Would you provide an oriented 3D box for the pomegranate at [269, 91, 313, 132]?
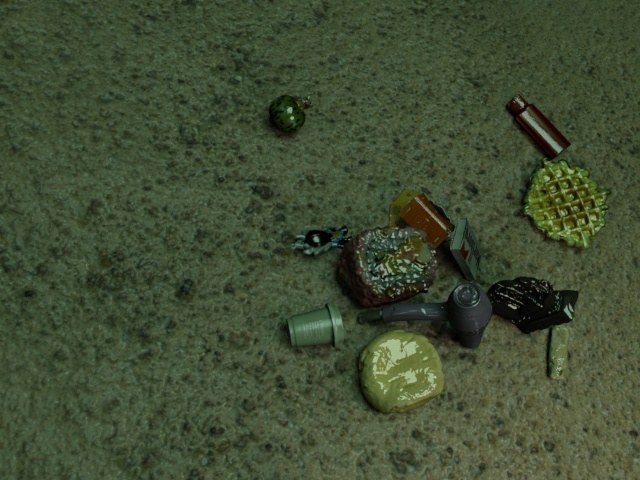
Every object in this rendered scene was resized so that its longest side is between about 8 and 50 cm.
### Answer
[{"bbox_3d":[-0.086,-0.401,1.792,0.161,0.122,0.122,-29,73,16],"label":"pomegranate"}]

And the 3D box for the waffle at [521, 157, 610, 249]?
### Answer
[{"bbox_3d":[0.833,-0.127,1.973,0.297,0.073,0.317,29,69,4],"label":"waffle"}]

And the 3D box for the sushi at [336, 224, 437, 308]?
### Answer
[{"bbox_3d":[0.188,0.069,1.642,0.270,0.171,0.237,-10,69,-22],"label":"sushi"}]

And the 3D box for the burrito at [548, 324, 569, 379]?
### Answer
[{"bbox_3d":[0.719,0.331,1.745,0.058,0.045,0.188,24,60,-13],"label":"burrito"}]

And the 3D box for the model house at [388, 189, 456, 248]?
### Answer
[{"bbox_3d":[0.319,-0.080,1.764,0.207,0.136,0.219,-37,80,-25],"label":"model house"}]

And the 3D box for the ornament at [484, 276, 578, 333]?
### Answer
[{"bbox_3d":[0.560,0.164,1.669,0.260,0.251,0.106,26,62,-12],"label":"ornament"}]

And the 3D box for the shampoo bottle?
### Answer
[{"bbox_3d":[0.780,-0.415,2.090,0.102,0.064,0.260,-35,79,-26],"label":"shampoo bottle"}]

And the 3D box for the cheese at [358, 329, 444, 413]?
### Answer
[{"bbox_3d":[0.212,0.346,1.555,0.226,0.117,0.214,-10,63,-15],"label":"cheese"}]

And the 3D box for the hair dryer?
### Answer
[{"bbox_3d":[0.285,0.213,1.601,0.361,0.301,0.121,-1,59,15],"label":"hair dryer"}]

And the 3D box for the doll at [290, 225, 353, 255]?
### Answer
[{"bbox_3d":[0.000,0.000,1.675,0.195,0.070,0.096,-11,54,-28],"label":"doll"}]

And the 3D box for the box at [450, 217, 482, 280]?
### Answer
[{"bbox_3d":[0.441,0.028,1.744,0.036,0.177,0.115,2,58,34],"label":"box"}]

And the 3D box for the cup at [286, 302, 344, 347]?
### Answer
[{"bbox_3d":[-0.017,0.235,1.541,0.141,0.120,0.120,-11,70,-11],"label":"cup"}]
